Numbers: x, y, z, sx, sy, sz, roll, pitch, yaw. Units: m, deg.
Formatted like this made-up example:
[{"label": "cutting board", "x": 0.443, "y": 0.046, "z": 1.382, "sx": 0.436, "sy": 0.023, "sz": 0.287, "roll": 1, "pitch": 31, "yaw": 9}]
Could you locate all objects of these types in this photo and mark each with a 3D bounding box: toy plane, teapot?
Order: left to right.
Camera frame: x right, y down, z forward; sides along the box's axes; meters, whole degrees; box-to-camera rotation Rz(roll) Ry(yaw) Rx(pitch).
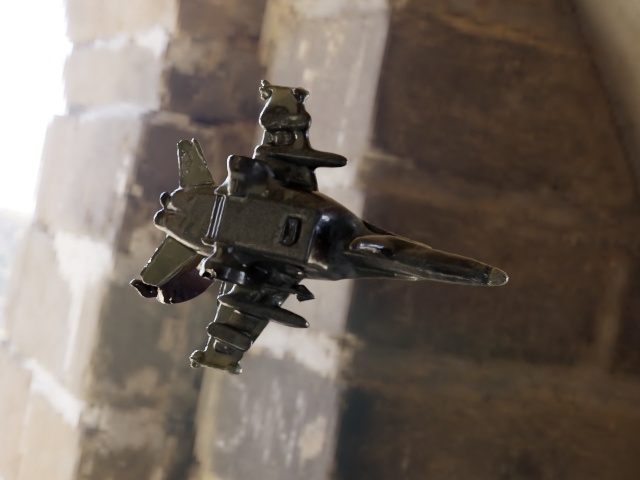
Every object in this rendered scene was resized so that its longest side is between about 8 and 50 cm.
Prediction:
[{"label": "teapot", "x": -0.121, "y": 0.020, "z": 1.319, "sx": 0.045, "sy": 0.100, "sz": 0.068, "roll": 63, "pitch": -10, "yaw": -31}, {"label": "toy plane", "x": -0.007, "y": -0.002, "z": 0.915, "sx": 0.262, "sy": 0.192, "sz": 0.088, "roll": 9, "pitch": -5, "yaw": 44}]
